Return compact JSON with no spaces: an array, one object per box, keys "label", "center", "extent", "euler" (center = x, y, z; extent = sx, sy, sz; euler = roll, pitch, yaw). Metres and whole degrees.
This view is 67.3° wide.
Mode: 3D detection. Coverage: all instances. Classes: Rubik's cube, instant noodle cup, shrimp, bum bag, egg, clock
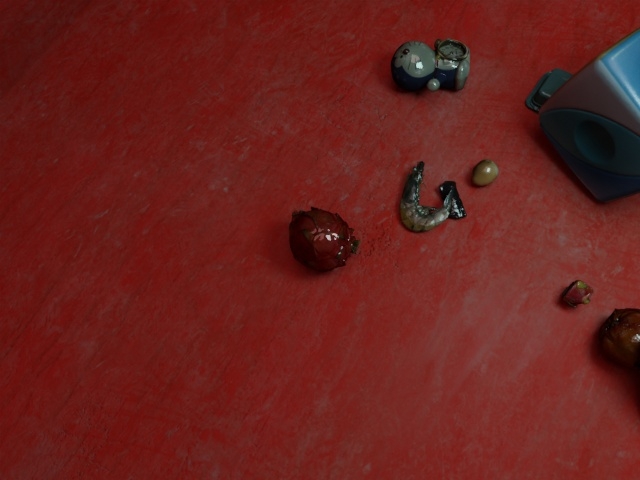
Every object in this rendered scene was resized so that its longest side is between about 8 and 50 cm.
[{"label":"Rubik's cube","center":[0.844,-0.340,1.243],"extent":[0.352,0.347,0.352],"euler":[-34,82,-6]},{"label":"instant noodle cup","center":[0.750,-0.449,1.482],"extent":[0.179,0.070,0.157],"euler":[34,77,17]},{"label":"shrimp","center":[0.310,-0.129,1.402],"extent":[0.150,0.051,0.217],"euler":[5,78,21]},{"label":"bum bag","center":[0.385,-0.119,1.406],"extent":[0.057,0.034,0.125],"euler":[-13,67,-5]},{"label":"egg","center":[0.480,-0.196,1.408],"extent":[0.083,0.071,0.071],"euler":[-46,69,3]},{"label":"clock","center":[0.345,-0.551,1.531],"extent":[0.243,0.147,0.200],"euler":[5,63,4]}]

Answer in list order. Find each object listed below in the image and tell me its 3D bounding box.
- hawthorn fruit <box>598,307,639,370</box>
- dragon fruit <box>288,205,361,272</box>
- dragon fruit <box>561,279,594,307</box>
[{"label":"hawthorn fruit","center":[0.767,0.247,1.159],"extent":[0.172,0.148,0.148],"euler":[35,75,2]},{"label":"dragon fruit","center":[0.000,0.000,1.335],"extent":[0.209,0.172,0.172],"euler":[25,73,7]},{"label":"dragon fruit","center":[0.662,0.143,1.241],"extent":[0.056,0.083,0.060],"euler":[37,79,14]}]
